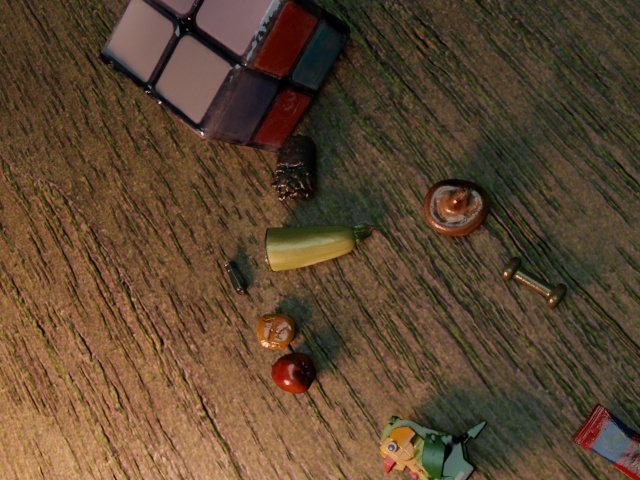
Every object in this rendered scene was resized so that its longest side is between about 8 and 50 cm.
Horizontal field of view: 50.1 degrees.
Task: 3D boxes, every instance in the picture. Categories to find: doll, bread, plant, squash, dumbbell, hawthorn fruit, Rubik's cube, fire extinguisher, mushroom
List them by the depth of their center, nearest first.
[{"bbox_3d":[0.201,0.381,1.249,0.186,0.106,0.134,6,76,18],"label":"doll"},{"bbox_3d":[0.398,0.078,1.276,0.118,0.046,0.052,34,86,20],"label":"dumbbell"},{"bbox_3d":[0.263,-0.067,1.324,0.126,0.085,0.109,22,122,17],"label":"mushroom"},{"bbox_3d":[-0.060,0.265,1.371,0.093,0.081,0.081,-13,75,45],"label":"hawthorn fruit"},{"bbox_3d":[-0.182,-0.395,1.371,0.316,0.318,0.313,38,106,17],"label":"Rubik's cube"},{"bbox_3d":[0.000,0.000,1.399,0.224,0.094,0.094,-11,77,8],"label":"squash"},{"bbox_3d":[-0.091,0.186,1.406,0.083,0.046,0.081,32,88,21],"label":"bread"},{"bbox_3d":[-0.053,-0.147,1.433,0.094,0.092,0.143,1,72,10],"label":"plant"},{"bbox_3d":[-0.179,0.086,1.463,0.083,0.025,0.038,60,137,17],"label":"fire extinguisher"}]

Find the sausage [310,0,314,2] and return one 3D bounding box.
[{"bbox_3d":[-0.057,-0.521,1.514,0.094,0.059,0.054,31,76,19],"label":"sausage"}]

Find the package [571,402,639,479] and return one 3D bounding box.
[{"bbox_3d":[0.547,0.375,1.189,0.200,0.022,0.083,34,91,18],"label":"package"}]
